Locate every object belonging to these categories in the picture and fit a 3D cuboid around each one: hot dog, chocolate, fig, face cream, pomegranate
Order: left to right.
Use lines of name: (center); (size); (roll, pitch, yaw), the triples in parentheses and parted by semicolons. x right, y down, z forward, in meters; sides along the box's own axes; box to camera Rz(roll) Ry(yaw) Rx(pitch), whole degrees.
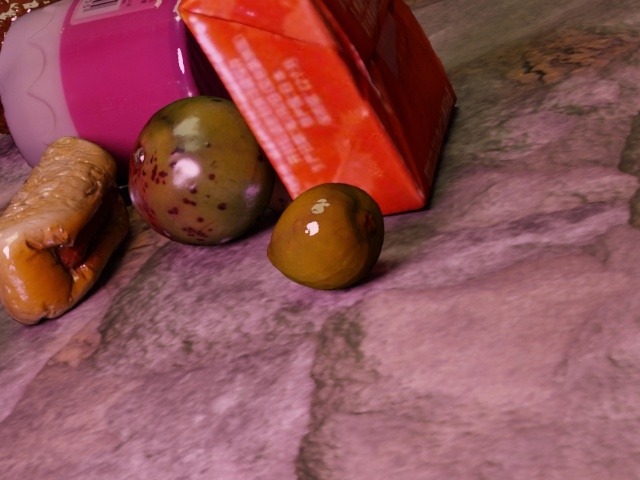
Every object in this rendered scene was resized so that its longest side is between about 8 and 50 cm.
hot dog: (-0.199, -0.016, 1.355); (0.073, 0.084, 0.242); (-11, 22, 12)
face cream: (-0.163, -0.144, 1.511); (0.195, 0.175, 0.175); (-9, 23, 25)
pomegranate: (-0.087, -0.048, 1.305); (0.130, 0.130, 0.130); (-17, 21, 7)
fig: (0.000, 0.000, 1.157); (0.088, 0.074, 0.074); (-23, 16, 34)
chocolate: (0.004, -0.148, 1.317); (0.108, 0.235, 0.237); (-26, 19, 20)

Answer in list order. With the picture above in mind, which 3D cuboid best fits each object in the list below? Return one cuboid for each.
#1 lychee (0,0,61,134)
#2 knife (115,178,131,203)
lychee: (-0.293, -0.197, 1.744); (0.200, 0.200, 0.238); (-31, 11, -28)
knife: (-0.140, -0.050, 1.477); (0.121, 0.018, 0.031); (-11, 15, 20)
